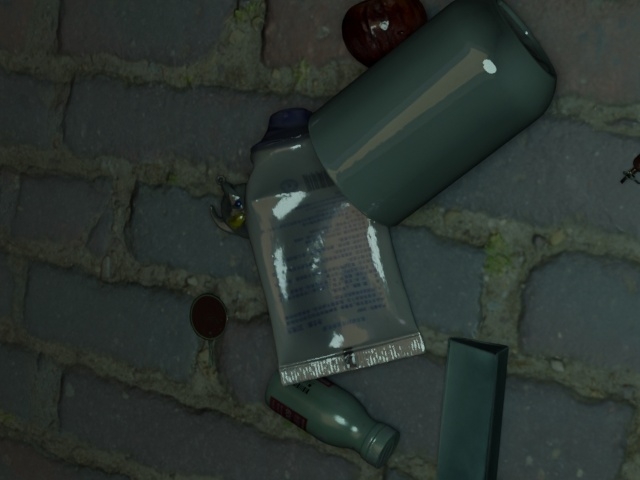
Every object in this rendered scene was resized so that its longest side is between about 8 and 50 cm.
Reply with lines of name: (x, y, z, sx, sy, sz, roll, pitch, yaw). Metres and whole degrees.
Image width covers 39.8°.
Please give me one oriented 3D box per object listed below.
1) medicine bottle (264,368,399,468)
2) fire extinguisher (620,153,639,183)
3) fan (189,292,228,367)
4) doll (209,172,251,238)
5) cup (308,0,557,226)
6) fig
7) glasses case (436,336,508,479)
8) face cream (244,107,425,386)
medicine bottle: (0.018, 0.278, 1.410, 0.216, 0.090, 0.090, 28, 107, 25)
fire extinguisher: (0.448, -0.104, 1.177, 0.046, 0.032, 0.100, 38, 115, -14)
fan: (-0.198, 0.160, 1.576, 0.085, 0.005, 0.133, -3, 91, 29)
doll: (-0.112, -0.035, 1.482, 0.195, 0.062, 0.104, 49, 116, 10)
cup: (0.160, -0.184, 1.235, 0.312, 0.205, 0.205, -36, 76, 25)
fig: (0.089, -0.300, 1.316, 0.128, 0.128, 0.150, 30, 113, 25)
glasses case: (0.230, 0.284, 1.320, 0.105, 0.056, 0.266, 13, 101, 53)
face cream: (0.000, 0.000, 1.382, 0.234, 0.137, 0.420, -14, 89, 6)
